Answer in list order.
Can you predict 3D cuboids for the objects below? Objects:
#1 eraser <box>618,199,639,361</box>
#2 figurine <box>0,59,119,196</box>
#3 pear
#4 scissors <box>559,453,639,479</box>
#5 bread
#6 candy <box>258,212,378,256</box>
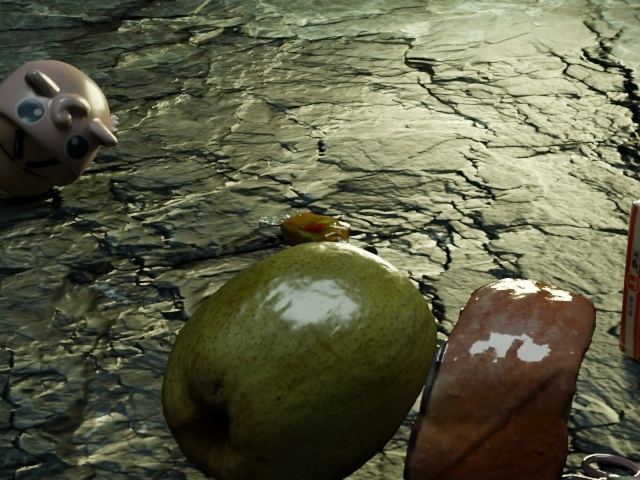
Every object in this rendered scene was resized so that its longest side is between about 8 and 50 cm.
[{"bbox_3d":[0.363,0.069,1.393,0.038,0.157,0.230,-13,26,-29],"label":"eraser"},{"bbox_3d":[-0.373,-0.128,1.960,0.287,0.176,0.186,4,62,53],"label":"figurine"},{"bbox_3d":[-0.022,0.111,1.275,0.211,0.188,0.228,-44,3,-33],"label":"pear"},{"bbox_3d":[0.277,0.210,1.250,0.176,0.022,0.085,14,24,37],"label":"scissors"},{"bbox_3d":[0.151,0.121,1.277,0.123,0.190,0.244,15,23,7],"label":"bread"},{"bbox_3d":[0.000,0.000,1.723,0.053,0.046,0.182,-23,26,-32],"label":"candy"}]
